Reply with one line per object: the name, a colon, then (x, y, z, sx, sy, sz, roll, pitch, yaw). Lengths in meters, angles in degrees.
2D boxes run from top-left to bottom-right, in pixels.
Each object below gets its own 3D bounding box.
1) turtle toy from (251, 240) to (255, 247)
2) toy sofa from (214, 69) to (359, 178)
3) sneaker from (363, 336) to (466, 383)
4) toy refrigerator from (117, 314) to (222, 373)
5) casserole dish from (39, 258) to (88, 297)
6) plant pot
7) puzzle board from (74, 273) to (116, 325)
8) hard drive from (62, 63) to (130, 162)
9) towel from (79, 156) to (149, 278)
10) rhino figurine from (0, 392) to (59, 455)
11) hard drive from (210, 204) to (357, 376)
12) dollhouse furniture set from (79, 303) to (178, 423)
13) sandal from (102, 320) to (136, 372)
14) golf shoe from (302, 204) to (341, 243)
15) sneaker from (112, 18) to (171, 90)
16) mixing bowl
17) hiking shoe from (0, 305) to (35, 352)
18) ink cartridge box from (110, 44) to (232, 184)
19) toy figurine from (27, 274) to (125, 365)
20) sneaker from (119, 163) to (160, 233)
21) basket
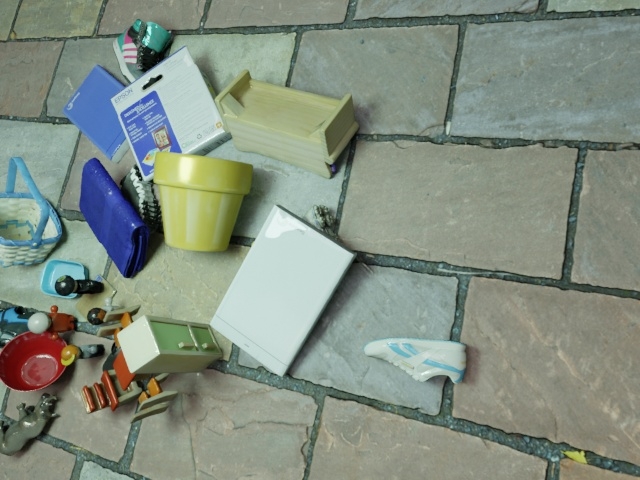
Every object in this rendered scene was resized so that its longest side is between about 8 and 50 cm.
turtle toy: (-0.136, 0.061, 1.254, 0.095, 0.066, 0.130, 9, 82, 17)
toy sofa: (-0.088, -0.318, 1.302, 0.362, 0.177, 0.150, 21, 61, 24)
sneaker: (0.204, 0.262, 1.066, 0.228, 0.087, 0.093, -1, 79, 23)
toy refrigerator: (-0.355, 0.257, 1.179, 0.094, 0.269, 0.102, -34, 67, 8)
casserole dish: (-0.800, 0.121, 1.511, 0.188, 0.037, 0.114, 6, 79, 21)
plant pot: (-0.316, -0.100, 1.281, 0.253, 0.254, 0.239, 9, 97, 23)
puzzle board: (-0.685, 0.179, 1.467, 0.096, 0.011, 0.128, 36, 91, 25)
hard drive: (-0.713, -0.428, 1.608, 0.318, 0.040, 0.210, 40, 93, 24)
towel: (-0.606, -0.069, 1.420, 0.308, 0.076, 0.228, 48, 131, 21)
rhino figurine: (-0.857, 0.534, 1.413, 0.243, 0.073, 0.106, -39, 63, 7)
hard drive: (-0.098, 0.122, 1.183, 0.232, 0.047, 0.353, 32, 100, 13)
dollhouse furniture set: (-0.510, 0.343, 1.234, 0.259, 0.135, 0.262, -51, 62, 37)
sandal: (-0.570, 0.313, 1.373, 0.067, 0.040, 0.179, 34, 91, 24)
golf shoe: (0.000, 0.000, 1.231, 0.086, 0.069, 0.176, -28, 67, 40)
sneaker: (-0.550, -0.601, 1.549, 0.178, 0.123, 0.296, -39, 66, 19)
mixing bowl: (-0.832, 0.365, 1.412, 0.181, 0.098, 0.182, 9, 56, -13)
hiking shoe: (-0.997, 0.269, 1.531, 0.303, 0.113, 0.132, 10, 51, 29)
ink cartridge box: (-0.451, -0.375, 1.457, 0.303, 0.072, 0.308, -28, 76, 12)
toy figurine: (-0.689, 0.224, 1.370, 0.209, 0.148, 0.213, 40, 92, 16)
sneaker: (-0.552, -0.111, 1.454, 0.106, 0.078, 0.235, -28, 68, 19)
basket: (-0.931, -0.081, 1.502, 0.255, 0.201, 0.289, 53, 129, 22)
